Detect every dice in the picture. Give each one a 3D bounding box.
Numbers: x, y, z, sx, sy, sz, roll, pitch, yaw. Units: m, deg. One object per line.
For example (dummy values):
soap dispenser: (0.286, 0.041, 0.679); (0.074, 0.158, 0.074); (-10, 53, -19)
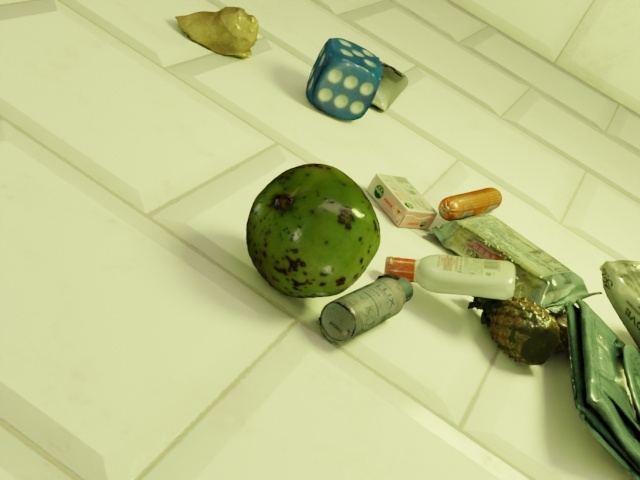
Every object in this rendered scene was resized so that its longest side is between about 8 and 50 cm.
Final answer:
dice: (0.051, -0.364, 2.171); (0.143, 0.146, 0.146); (19, 29, -14)

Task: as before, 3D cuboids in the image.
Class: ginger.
ginger: (-0.230, -0.489, 2.162); (0.193, 0.123, 0.115); (16, 50, -13)

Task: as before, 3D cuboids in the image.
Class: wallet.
wallet: (0.502, 0.250, 1.583); (0.237, 0.075, 0.342); (47, 24, -11)

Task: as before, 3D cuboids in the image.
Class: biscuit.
biscuit: (0.365, 0.042, 1.834); (0.186, 0.079, 0.309); (-11, 41, -46)

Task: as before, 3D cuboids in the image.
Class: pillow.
pillow: (0.426, 0.167, 1.741); (0.185, 0.043, 0.118); (-1, 37, -38)

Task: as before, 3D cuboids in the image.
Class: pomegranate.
pomegranate: (0.000, 0.000, 1.490); (0.214, 0.214, 0.248); (50, 1, 35)

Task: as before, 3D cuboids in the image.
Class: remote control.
remote control: (0.155, -0.405, 2.436); (0.109, 0.055, 0.313); (31, 27, 3)

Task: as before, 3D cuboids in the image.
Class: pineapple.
pineapple: (0.321, 0.131, 1.655); (0.108, 0.108, 0.197); (7, 23, -36)

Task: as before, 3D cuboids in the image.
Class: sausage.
sausage: (0.316, -0.077, 2.004); (0.053, 0.053, 0.347); (39, 22, 18)

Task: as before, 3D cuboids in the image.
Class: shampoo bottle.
shampoo bottle: (0.219, 0.058, 1.634); (0.220, 0.051, 0.108); (5, 24, 9)
shampoo bottle: (0.079, 0.100, 1.497); (0.072, 0.072, 0.214); (39, 28, 19)

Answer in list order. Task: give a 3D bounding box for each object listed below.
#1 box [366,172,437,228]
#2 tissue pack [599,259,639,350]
box: (0.162, -0.077, 1.901); (0.089, 0.043, 0.125); (4, 36, -40)
tissue pack: (0.712, 0.200, 1.755); (0.390, 0.195, 0.376); (29, 20, -40)
